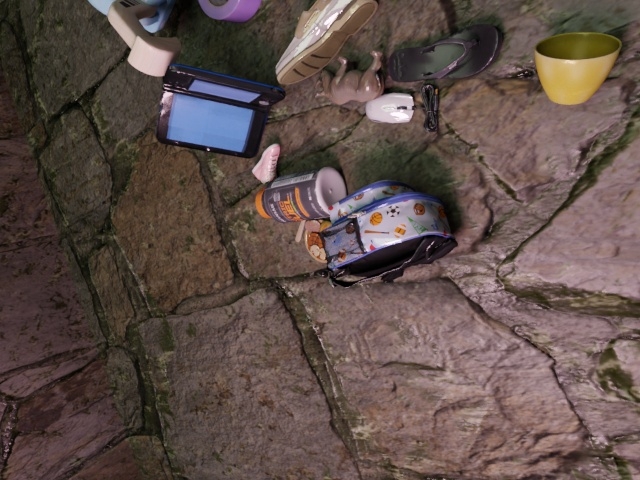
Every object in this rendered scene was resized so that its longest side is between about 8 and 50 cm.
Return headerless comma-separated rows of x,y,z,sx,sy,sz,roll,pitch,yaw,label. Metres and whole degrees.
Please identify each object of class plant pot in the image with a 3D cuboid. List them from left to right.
0.451,-0.302,0.866,0.134,0.134,0.095,19,139,33,plant pot

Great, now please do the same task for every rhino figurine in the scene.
0.062,-0.382,1.164,0.243,0.073,0.106,12,102,48,rhino figurine

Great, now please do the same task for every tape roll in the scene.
-0.249,-0.698,1.317,0.189,0.080,0.188,11,108,35,tape roll

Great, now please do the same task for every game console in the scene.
-0.271,-0.328,1.283,0.250,0.294,0.173,-164,81,-67,game console

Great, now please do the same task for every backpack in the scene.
0.160,-0.016,1.097,0.264,0.277,0.212,-18,78,37,backpack

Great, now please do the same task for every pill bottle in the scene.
-0.061,-0.116,1.304,0.246,0.131,0.130,-7,99,40,pill bottle

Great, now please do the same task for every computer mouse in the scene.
0.179,-0.304,1.119,0.193,0.042,0.105,9,109,36,computer mouse

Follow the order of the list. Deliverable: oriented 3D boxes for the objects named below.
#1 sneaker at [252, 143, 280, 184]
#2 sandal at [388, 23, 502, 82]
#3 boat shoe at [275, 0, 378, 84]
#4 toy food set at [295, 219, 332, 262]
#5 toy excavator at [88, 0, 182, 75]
-0.141,-0.214,1.391,0.070,0.051,0.134,54,131,11,sneaker
0.255,-0.384,1.028,0.255,0.055,0.096,-4,100,39,sandal
-0.003,-0.503,1.169,0.302,0.113,0.103,-34,80,28,boat shoe
0.000,0.000,1.347,0.192,0.039,0.132,32,120,27,toy food set
-0.521,-0.665,1.335,0.433,0.445,0.222,36,128,-11,toy excavator
